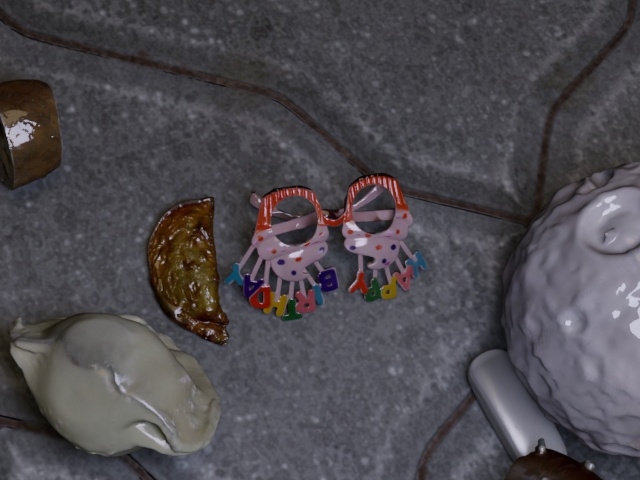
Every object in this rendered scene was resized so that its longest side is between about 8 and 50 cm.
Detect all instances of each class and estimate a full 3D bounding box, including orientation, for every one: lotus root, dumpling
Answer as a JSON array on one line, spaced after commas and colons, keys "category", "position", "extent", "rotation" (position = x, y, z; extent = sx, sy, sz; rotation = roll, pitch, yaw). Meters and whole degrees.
[{"category": "lotus root", "position": [-0.352, -0.126, 1.599], "extent": [0.081, 0.122, 0.112], "rotation": [-11, 45, -20]}, {"category": "dumpling", "position": [-0.220, 0.149, 1.498], "extent": [0.258, 0.147, 0.193], "rotation": [31, 26, 16]}]

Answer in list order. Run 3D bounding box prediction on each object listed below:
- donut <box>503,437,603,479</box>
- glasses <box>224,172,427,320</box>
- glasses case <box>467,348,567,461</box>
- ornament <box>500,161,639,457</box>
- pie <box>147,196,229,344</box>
[{"category": "donut", "position": [0.193, 0.370, 1.418], "extent": [0.345, 0.136, 0.259], "rotation": [-25, 34, -13]}, {"category": "glasses", "position": [0.002, 0.007, 1.634], "extent": [0.255, 0.095, 0.162], "rotation": [-8, 97, -14]}, {"category": "glasses case", "position": [0.232, 0.205, 1.594], "extent": [0.063, 0.041, 0.164], "rotation": [-24, 73, -19]}, {"category": "ornament", "position": [0.363, 0.071, 1.506], "extent": [0.337, 0.337, 0.337], "rotation": [3, 67, -8]}, {"category": "pie", "position": [-0.160, 0.035, 1.609], "extent": [0.088, 0.033, 0.191], "rotation": [-6, 69, -7]}]
